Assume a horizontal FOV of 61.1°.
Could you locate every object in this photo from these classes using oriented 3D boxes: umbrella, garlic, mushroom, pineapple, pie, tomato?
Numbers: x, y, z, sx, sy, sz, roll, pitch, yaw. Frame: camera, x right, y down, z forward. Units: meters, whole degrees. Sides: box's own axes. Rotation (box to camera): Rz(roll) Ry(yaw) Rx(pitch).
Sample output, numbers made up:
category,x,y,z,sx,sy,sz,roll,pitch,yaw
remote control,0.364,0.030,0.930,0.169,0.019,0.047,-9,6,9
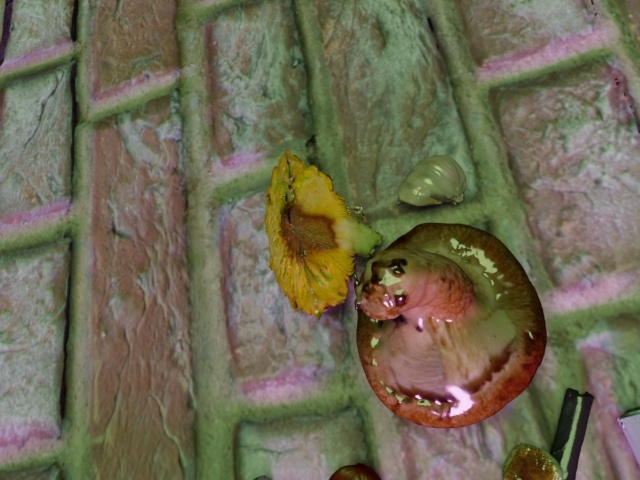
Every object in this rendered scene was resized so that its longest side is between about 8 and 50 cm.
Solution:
category,x,y,z,sx,sy,sz,roll,pitch,yaw
umbrella,0.314,0.253,0.689,0.036,0.031,0.133,7,71,45
garlic,0.172,-0.090,0.834,0.094,0.074,0.113,30,65,33
mushroom,0.165,0.107,0.704,0.267,0.254,0.267,0,95,5
pineapple,-0.002,-0.006,0.851,0.164,0.140,0.250,-13,79,-33
pie,0.262,0.298,0.676,0.084,0.020,0.084,-19,63,42
tomato,0.050,0.335,0.707,0.087,0.087,0.075,37,45,24

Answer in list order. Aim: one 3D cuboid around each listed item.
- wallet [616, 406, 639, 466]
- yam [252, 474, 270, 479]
category,x,y,z,sx,sy,sz,roll,pitch,yaw
wallet,0.461,0.289,0.585,0.176,0.075,0.250,-36,59,38
yam,-0.139,0.400,0.740,0.179,0.078,0.078,-32,65,-1
